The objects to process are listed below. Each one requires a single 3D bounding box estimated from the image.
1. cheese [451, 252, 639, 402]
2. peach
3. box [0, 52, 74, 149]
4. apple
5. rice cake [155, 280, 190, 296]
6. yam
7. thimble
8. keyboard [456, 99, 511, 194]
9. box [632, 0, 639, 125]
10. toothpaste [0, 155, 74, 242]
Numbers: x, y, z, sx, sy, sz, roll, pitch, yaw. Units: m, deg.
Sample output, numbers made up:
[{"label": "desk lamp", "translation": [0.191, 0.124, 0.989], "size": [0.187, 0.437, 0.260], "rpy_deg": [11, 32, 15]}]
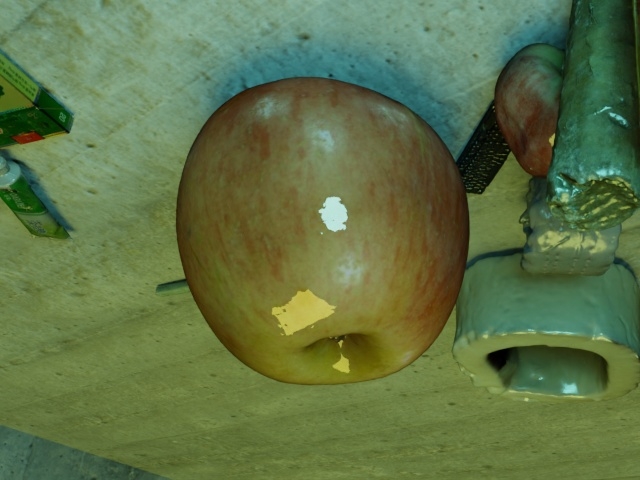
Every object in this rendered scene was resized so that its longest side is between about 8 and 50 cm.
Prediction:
[{"label": "cheese", "translation": [0.374, 0.152, 1.402], "size": [0.292, 0.153, 0.332], "rpy_deg": [-6, 147, 24]}, {"label": "peach", "translation": [0.260, -0.138, 0.925], "size": [0.152, 0.152, 0.152], "rpy_deg": [6, 152, 3]}, {"label": "box", "translation": [-0.440, -0.201, 1.083], "size": [0.132, 0.034, 0.235], "rpy_deg": [-8, 148, 26]}, {"label": "apple", "translation": [0.000, 0.000, 1.035], "size": [0.363, 0.364, 0.364], "rpy_deg": [6, 152, 3]}, {"label": "rice cake", "translation": [-0.256, 0.086, 1.579], "size": [0.121, 0.022, 0.022], "rpy_deg": [-12, 151, 35]}, {"label": "yam", "translation": [0.266, -0.139, 0.792], "size": [0.093, 0.259, 0.093], "rpy_deg": [12, 159, 4]}, {"label": "thimble", "translation": [0.323, -0.023, 1.117], "size": [0.117, 0.127, 0.151], "rpy_deg": [5, 151, 8]}, {"label": "keyboard", "translation": [0.213, -0.112, 1.098], "size": [0.060, 0.018, 0.195], "rpy_deg": [8, 152, -7]}, {"label": "box", "translation": [0.336, -0.171, 0.721], "size": [0.153, 0.240, 0.074], "rpy_deg": [21, 149, -24]}, {"label": "toothpaste", "translation": [-0.461, -0.058, 1.343], "size": [0.078, 0.047, 0.248], "rpy_deg": [7, 154, 7]}]
